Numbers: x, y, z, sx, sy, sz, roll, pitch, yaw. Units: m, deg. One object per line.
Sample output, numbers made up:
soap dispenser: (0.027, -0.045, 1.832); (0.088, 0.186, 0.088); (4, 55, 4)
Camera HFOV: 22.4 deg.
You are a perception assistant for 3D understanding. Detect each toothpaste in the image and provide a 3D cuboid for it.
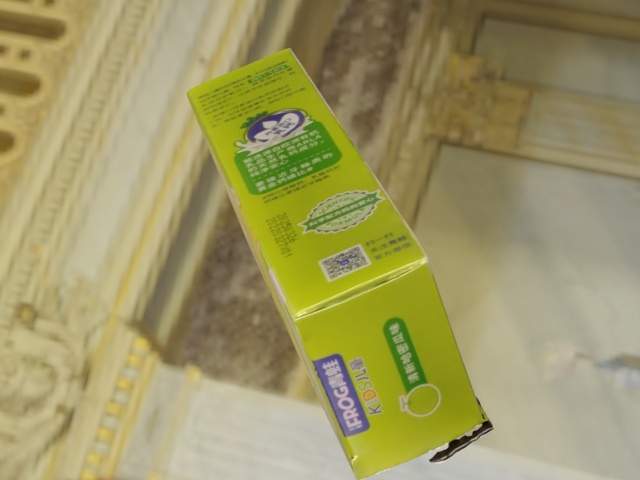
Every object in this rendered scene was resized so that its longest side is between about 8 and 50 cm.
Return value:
toothpaste: (0.000, 0.000, 0.929); (0.327, 0.077, 0.110); (-119, 5, -60)
